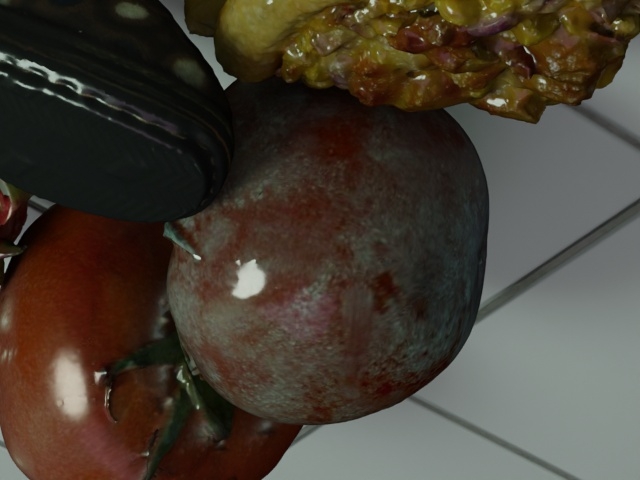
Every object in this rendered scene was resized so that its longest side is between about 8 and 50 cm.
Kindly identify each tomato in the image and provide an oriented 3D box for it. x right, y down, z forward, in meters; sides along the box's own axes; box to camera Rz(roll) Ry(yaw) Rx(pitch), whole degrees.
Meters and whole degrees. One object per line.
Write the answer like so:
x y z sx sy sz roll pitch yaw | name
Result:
-0.176 0.121 1.664 0.273 0.341 0.341 -14 137 45 | tomato
0.000 0.000 1.456 0.283 0.316 0.316 7 143 8 | tomato

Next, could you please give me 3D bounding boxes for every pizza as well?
0.103 -0.166 1.259 0.409 0.114 0.278 0 163 28 | pizza

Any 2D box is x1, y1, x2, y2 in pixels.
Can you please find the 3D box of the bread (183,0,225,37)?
-0.052 -0.212 1.398 0.132 0.074 0.053 -13 147 33 | bread

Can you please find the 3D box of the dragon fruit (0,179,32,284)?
-0.386 -0.054 1.580 0.231 0.237 0.302 1 127 -16 | dragon fruit

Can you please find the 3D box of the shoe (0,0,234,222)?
-0.215 -0.178 1.350 0.384 0.237 0.171 24 143 7 | shoe
